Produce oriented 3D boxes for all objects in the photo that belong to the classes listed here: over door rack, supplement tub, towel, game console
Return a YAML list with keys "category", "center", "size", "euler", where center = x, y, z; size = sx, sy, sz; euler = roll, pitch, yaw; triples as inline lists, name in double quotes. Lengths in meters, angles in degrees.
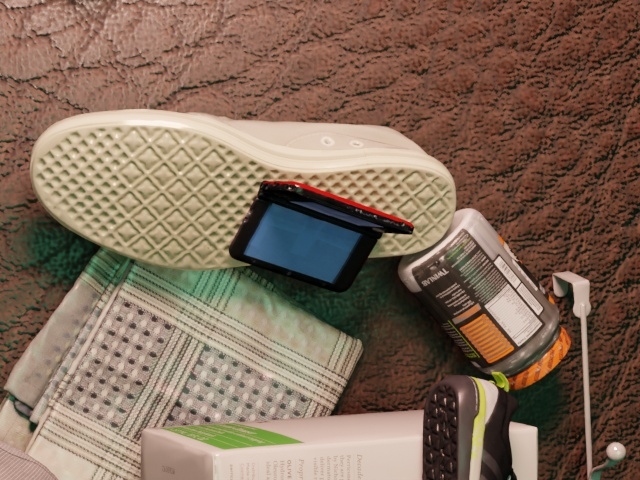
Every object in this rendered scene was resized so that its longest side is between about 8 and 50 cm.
- category: "over door rack"
  center: [0.414, 0.177, 1.512]
  size: [0.240, 0.108, 0.324]
  euler: [-8, 91, -17]
- category: "supplement tub"
  center: [0.185, 0.068, 1.445]
  size: [0.117, 0.117, 0.190]
  euler: [-43, 100, -13]
- category: "towel"
  center: [-0.151, 0.160, 1.381]
  size: [0.324, 0.056, 0.312]
  euler: [32, 80, -12]
- category: "game console"
  center: [0.000, 0.000, 1.303]
  size: [0.144, 0.124, 0.085]
  euler: [18, 85, -23]

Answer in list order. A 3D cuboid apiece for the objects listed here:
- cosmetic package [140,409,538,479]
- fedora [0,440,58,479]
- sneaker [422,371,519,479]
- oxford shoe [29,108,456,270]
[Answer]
- category: "cosmetic package"
  center: [0.021, 0.263, 1.317]
  size: [0.366, 0.197, 0.155]
  euler: [-1, 90, -30]
- category: "fedora"
  center: [-0.336, 0.266, 1.253]
  size: [0.275, 0.244, 0.124]
  euler: [52, 47, -30]
- category: "sneaker"
  center: [0.150, 0.240, 1.230]
  size: [0.097, 0.084, 0.234]
  euler: [12, 82, -30]
- category: "oxford shoe"
  center: [-0.079, -0.063, 1.368]
  size: [0.449, 0.130, 0.169]
  euler: [2, 119, -17]
